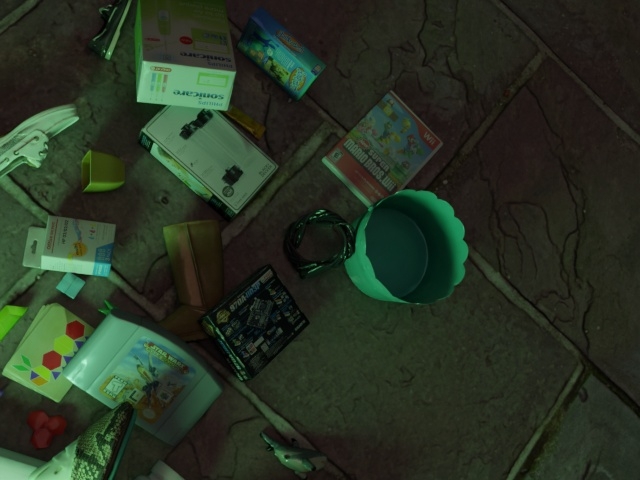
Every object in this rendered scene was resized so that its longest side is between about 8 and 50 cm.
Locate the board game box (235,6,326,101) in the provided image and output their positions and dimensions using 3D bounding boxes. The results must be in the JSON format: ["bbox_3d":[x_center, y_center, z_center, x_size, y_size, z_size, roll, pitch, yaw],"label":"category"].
[{"bbox_3d":[-0.100,-0.452,1.919,0.210,0.160,0.047,42,68,-6],"label":"board game box"}]

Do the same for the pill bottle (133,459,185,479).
[{"bbox_3d":[-0.367,0.556,1.615,0.108,0.108,0.193,42,68,-5],"label":"pill bottle"}]

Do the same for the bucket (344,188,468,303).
[{"bbox_3d":[0.197,0.022,1.882,0.281,0.183,0.281,2,83,-20],"label":"bucket"}]

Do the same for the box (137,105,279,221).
[{"bbox_3d":[-0.263,-0.204,1.843,0.290,0.087,0.169,41,68,-6],"label":"box"}]

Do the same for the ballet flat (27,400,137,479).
[{"bbox_3d":[-0.479,0.535,1.468,0.182,0.164,0.483,12,77,-13],"label":"ballet flat"}]

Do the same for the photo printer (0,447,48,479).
[{"bbox_3d":[-0.655,0.533,1.522,0.307,0.107,0.256,22,71,-14],"label":"photo printer"}]

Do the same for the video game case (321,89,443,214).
[{"bbox_3d":[0.165,-0.230,2.030,0.204,0.025,0.285,45,67,-4],"label":"video game case"}]

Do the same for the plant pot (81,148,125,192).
[{"bbox_3d":[-0.486,-0.151,1.760,0.083,0.081,0.081,3,76,-29],"label":"plant pot"}]

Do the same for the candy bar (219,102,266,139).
[{"bbox_3d":[-0.207,-0.307,1.924,0.161,0.018,0.040,34,65,-8],"label":"candy bar"}]

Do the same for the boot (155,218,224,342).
[{"bbox_3d":[-0.319,0.097,1.757,0.236,0.089,0.270,-6,80,-33],"label":"boot"}]

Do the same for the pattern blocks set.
[{"bbox_3d":[-0.566,0.242,1.665,0.285,0.026,0.325,44,68,-5],"label":"pattern blocks set"}]

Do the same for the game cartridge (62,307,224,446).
[{"bbox_3d":[-0.361,0.283,1.647,0.297,0.062,0.198,38,101,-17],"label":"game cartridge"}]

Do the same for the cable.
[{"bbox_3d":[0.000,0.000,1.862,0.047,0.184,0.151,14,52,-60],"label":"cable"}]

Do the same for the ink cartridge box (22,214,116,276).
[{"bbox_3d":[-0.543,0.010,1.697,0.181,0.061,0.104,8,59,-17],"label":"ink cartridge box"}]

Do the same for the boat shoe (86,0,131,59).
[{"bbox_3d":[-0.493,-0.531,1.850,0.065,0.075,0.206,20,76,-17],"label":"boat shoe"}]

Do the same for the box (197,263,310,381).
[{"bbox_3d":[-0.145,0.183,1.766,0.220,0.051,0.175,-42,102,-39],"label":"box"}]

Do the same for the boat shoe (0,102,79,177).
[{"bbox_3d":[-0.639,-0.202,1.713,0.277,0.098,0.096,-34,90,-13],"label":"boat shoe"}]

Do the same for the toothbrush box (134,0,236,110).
[{"bbox_3d":[-0.317,-0.442,1.804,0.206,0.122,0.283,3,50,-18],"label":"toothbrush box"}]

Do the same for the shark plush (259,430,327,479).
[{"bbox_3d":[-0.066,0.483,1.783,0.161,0.073,0.067,21,50,8],"label":"shark plush"}]
